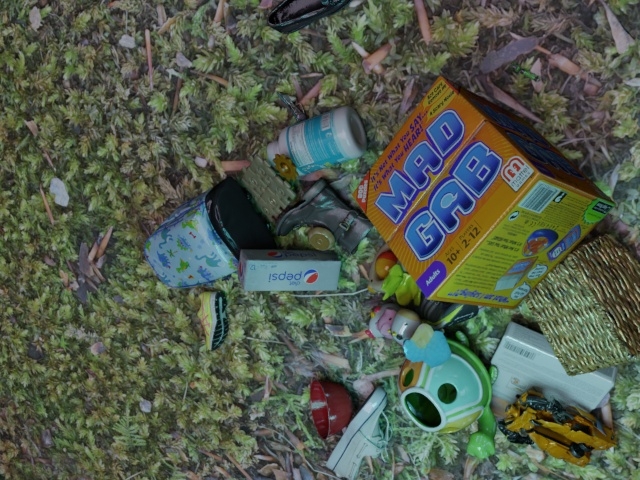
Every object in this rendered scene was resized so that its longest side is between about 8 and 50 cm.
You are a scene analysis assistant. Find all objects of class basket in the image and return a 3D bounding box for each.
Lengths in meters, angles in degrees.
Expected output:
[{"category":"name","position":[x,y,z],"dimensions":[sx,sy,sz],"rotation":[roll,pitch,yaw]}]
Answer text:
[{"category":"basket","position":[0.686,0.156,1.658],"dimensions":[0.299,0.213,0.223],"rotation":[61,151,9]}]

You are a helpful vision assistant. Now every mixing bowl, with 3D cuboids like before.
[{"category":"mixing bowl","position":[0.040,0.517,2.045],"dimensions":[0.098,0.181,0.182],"rotation":[-5,107,-19]}]

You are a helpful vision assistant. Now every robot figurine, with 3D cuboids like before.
[{"category":"robot figurine","position":[0.629,0.505,1.781],"dimensions":[0.291,0.085,0.211],"rotation":[27,131,-4]}]

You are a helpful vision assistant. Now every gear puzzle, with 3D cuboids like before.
[{"category":"gear puzzle","position":[-0.139,-0.172,1.877],"dimensions":[0.175,0.044,0.339],"rotation":[46,153,-2]}]

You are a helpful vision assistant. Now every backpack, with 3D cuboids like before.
[{"category":"backpack","position":[-0.361,0.003,2.011],"dimensions":[0.355,0.273,0.290],"rotation":[-8,120,44]}]

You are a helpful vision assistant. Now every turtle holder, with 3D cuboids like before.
[{"category":"turtle holder","position":[0.345,0.435,1.825],"dimensions":[0.243,0.227,0.320],"rotation":[-8,107,40]}]

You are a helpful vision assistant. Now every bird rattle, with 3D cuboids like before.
[{"category":"bird rattle","position":[0.204,0.054,1.827],"dimensions":[0.207,0.143,0.254],"rotation":[-20,56,54]}]

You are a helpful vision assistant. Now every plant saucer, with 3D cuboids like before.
[{"category":"plant saucer","position":[0.000,0.000,1.905],"dimensions":[0.083,0.015,0.083],"rotation":[10,129,13]}]

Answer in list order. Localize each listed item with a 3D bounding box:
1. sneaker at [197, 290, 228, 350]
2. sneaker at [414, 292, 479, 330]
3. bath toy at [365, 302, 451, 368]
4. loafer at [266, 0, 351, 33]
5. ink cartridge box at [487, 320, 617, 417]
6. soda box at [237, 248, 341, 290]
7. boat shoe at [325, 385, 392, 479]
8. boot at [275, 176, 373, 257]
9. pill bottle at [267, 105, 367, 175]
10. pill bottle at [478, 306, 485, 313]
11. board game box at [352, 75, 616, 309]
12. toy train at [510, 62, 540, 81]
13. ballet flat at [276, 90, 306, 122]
[{"category":"sneaker","position":[-0.362,0.260,2.171],"dimensions":[0.094,0.081,0.209],"rotation":[9,102,27]},{"category":"sneaker","position":[0.321,0.175,1.777],"dimensions":[0.300,0.111,0.121],"rotation":[140,112,-69]},{"category":"bath toy","position":[0.216,0.244,1.789],"dimensions":[0.129,0.348,0.152],"rotation":[-25,101,-11]},{"category":"loafer","position":[-0.012,-0.645,1.753],"dimensions":[0.302,0.095,0.109],"rotation":[-26,95,26]},{"category":"ink cartridge box","position":[0.615,0.378,1.814],"dimensions":[0.296,0.066,0.261],"rotation":[24,138,14]},{"category":"soda box","position":[-0.090,0.086,1.910],"dimensions":[0.286,0.091,0.098],"rotation":[1,111,-21]},{"category":"boat shoe","position":[0.151,0.615,2.029],"dimensions":[0.156,0.136,0.367],"rotation":[32,117,11]},{"category":"boot","position":[0.013,-0.035,1.928],"dimensions":[0.229,0.091,0.263],"rotation":[43,123,-4]},{"category":"pill bottle","position":[-0.015,-0.268,1.835],"dimensions":[0.264,0.146,0.146],"rotation":[-15,99,25]},{"category":"pill bottle","position":[0.395,0.122,1.815],"dimensions":[0.087,0.087,0.160],"rotation":[-13,100,25]},{"category":"board game box","position":[0.370,-0.095,1.540],"dimensions":[0.356,0.356,0.356],"rotation":[-53,49,25]},{"category":"toy train","position":[0.511,-0.420,1.647],"dimensions":[0.083,0.023,0.017],"rotation":[32,114,11]},{"category":"ballet flat","position":[-0.078,-0.389,1.891],"dimensions":[0.041,0.041,0.114],"rotation":[-37,90,26]}]
